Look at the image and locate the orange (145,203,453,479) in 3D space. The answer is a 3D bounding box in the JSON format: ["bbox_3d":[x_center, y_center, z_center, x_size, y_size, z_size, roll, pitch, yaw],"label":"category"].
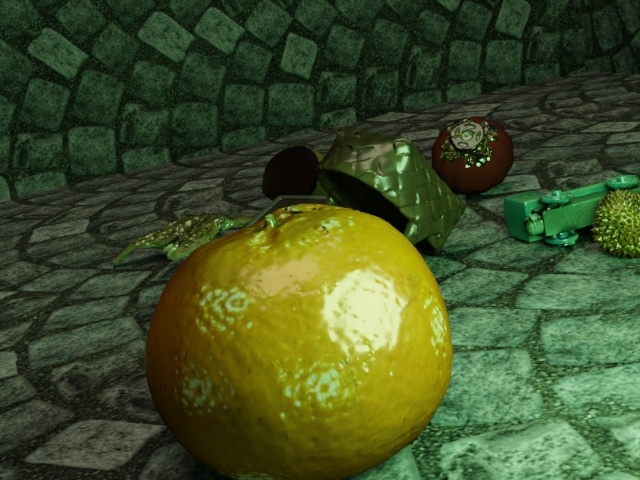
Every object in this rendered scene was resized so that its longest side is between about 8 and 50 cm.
[{"bbox_3d":[-0.030,0.124,1.140,0.423,0.326,0.424,-8,14,2],"label":"orange"}]

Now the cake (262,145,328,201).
[{"bbox_3d":[-0.043,-0.157,2.447,0.207,0.185,0.178,-25,-30,15],"label":"cake"}]

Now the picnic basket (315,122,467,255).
[{"bbox_3d":[0.106,-0.039,1.828,0.337,0.337,0.293,-20,26,-34],"label":"picnic basket"}]

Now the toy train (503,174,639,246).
[{"bbox_3d":[0.561,-0.072,1.868,0.298,0.120,0.194,-13,11,-12],"label":"toy train"}]

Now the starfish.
[{"bbox_3d":[-0.362,-0.014,2.233,0.323,0.083,0.432,-6,14,32],"label":"starfish"}]

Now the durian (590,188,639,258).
[{"bbox_3d":[0.609,-0.034,1.689,0.168,0.137,0.158,20,51,36],"label":"durian"}]

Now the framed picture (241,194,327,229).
[{"bbox_3d":[-0.096,-0.037,2.200,0.231,0.018,0.293,3,33,36],"label":"framed picture"}]

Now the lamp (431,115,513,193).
[{"bbox_3d":[0.418,-0.230,2.361,0.226,0.227,0.227,-9,16,3],"label":"lamp"}]
